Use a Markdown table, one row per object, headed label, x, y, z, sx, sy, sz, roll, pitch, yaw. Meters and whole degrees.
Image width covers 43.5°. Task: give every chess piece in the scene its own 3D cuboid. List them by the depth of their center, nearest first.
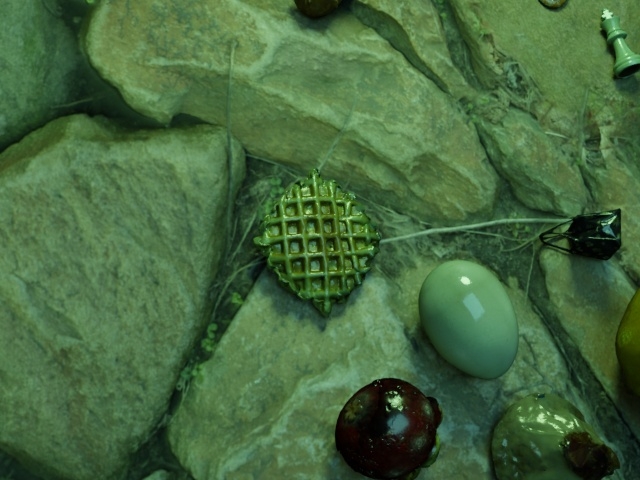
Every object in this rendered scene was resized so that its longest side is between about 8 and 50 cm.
| label | x | y | z | sx | sy | sz | roll | pitch | yaw |
| --- | --- | --- | --- | --- | --- | --- | --- | --- | --- |
| chess piece | 0.596 | -0.403 | 1.607 | 0.059 | 0.059 | 0.149 | -9 | 73 | -14 |

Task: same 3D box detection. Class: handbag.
| label | x | y | z | sx | sy | sz | roll | pitch | yaw |
| --- | --- | --- | --- | --- | --- | --- | --- | --- | --- |
| handbag | 0.467 | -0.006 | 1.453 | 0.139 | 0.115 | 0.072 | -3 | 75 | 6 |

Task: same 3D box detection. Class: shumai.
| label | x | y | z | sx | sy | sz | roll | pitch | yaw |
| --- | --- | --- | --- | --- | --- | --- | --- | --- | --- |
| shumai | 0.389 | 0.350 | 1.321 | 0.201 | 0.120 | 0.201 | 3 | 76 | -13 |

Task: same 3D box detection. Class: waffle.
| label | x | y | z | sx | sy | sz | roll | pitch | yaw |
| --- | --- | --- | --- | --- | --- | --- | --- | --- | --- |
| waffle | 0.000 | 0.000 | 1.373 | 0.208 | 0.054 | 0.214 | 42 | 69 | -2 |

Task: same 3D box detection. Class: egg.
| label | x | y | z | sx | sy | sz | roll | pitch | yaw |
| --- | --- | --- | --- | --- | --- | --- | --- | --- | --- |
| egg | 0.249 | 0.133 | 1.338 | 0.151 | 0.151 | 0.209 | -27 | 90 | -17 |

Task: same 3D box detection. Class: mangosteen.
| label | x | y | z | sx | sy | sz | roll | pitch | yaw |
| --- | --- | --- | --- | --- | --- | --- | --- | --- | --- |
| mangosteen | 0.117 | 0.302 | 1.266 | 0.180 | 0.166 | 0.166 | 31 | 68 | -34 |

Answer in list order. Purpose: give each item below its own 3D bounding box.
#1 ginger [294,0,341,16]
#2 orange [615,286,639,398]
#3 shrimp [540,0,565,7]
| label | x | y | z | sx | sy | sz | roll | pitch | yaw |
| --- | --- | --- | --- | --- | --- | --- | --- | --- | --- |
| ginger | 0.028 | -0.569 | 1.515 | 0.133 | 0.107 | 0.309 | 3 | 74 | 14 |
| orange | 0.638 | 0.178 | 1.363 | 0.279 | 0.235 | 0.279 | 3 | 83 | -23 |
| shrimp | 0.479 | -0.527 | 1.634 | 0.083 | 0.023 | 0.114 | 39 | 75 | 4 |
